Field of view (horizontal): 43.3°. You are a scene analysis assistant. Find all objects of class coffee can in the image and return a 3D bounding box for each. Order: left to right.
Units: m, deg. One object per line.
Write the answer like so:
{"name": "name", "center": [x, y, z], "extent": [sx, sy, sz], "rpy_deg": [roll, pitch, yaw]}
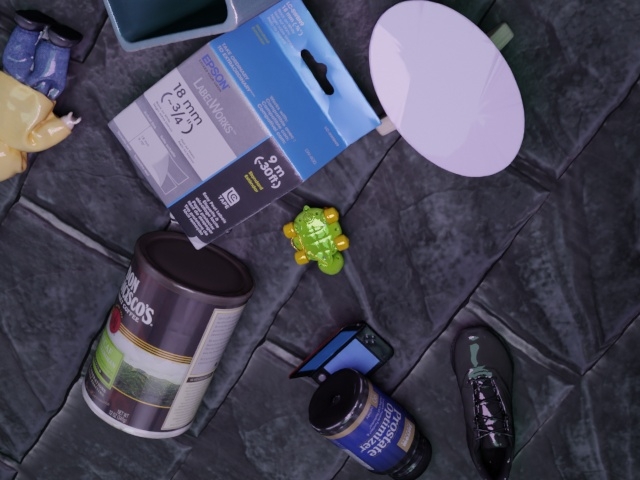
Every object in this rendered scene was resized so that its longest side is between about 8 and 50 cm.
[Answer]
{"name": "coffee can", "center": [-0.250, 0.153, 1.320], "extent": [0.201, 0.201, 0.275], "rpy_deg": [24, 108, -4]}

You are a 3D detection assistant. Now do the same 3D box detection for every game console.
{"name": "game console", "center": [0.038, 0.212, 1.381], "extent": [0.124, 0.085, 0.144], "rpy_deg": [43, 106, -10]}

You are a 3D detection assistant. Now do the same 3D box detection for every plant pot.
{"name": "plant pot", "center": [-0.147, -0.422, 1.080], "extent": [0.247, 0.252, 0.248], "rpy_deg": [2, 119, 42]}

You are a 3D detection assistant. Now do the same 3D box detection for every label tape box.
{"name": "label tape box", "center": [-0.117, -0.173, 1.196], "extent": [0.333, 0.106, 0.241], "rpy_deg": [-31, 99, 27]}

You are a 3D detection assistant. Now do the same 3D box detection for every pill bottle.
{"name": "pill bottle", "center": [0.091, 0.322, 1.377], "extent": [0.123, 0.123, 0.219], "rpy_deg": [-39, 120, 15]}

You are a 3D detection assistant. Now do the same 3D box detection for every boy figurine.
{"name": "boy figurine", "center": [-0.467, -0.209, 1.275], "extent": [0.177, 0.092, 0.285], "rpy_deg": [24, 109, -4]}

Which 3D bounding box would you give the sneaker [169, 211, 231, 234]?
{"name": "sneaker", "center": [-0.200, -0.035, 1.346], "extent": [0.109, 0.040, 0.044], "rpy_deg": [21, 141, -10]}

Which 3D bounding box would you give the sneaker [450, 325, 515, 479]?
{"name": "sneaker", "center": [0.288, 0.283, 1.365], "extent": [0.109, 0.130, 0.286], "rpy_deg": [-12, 106, 10]}

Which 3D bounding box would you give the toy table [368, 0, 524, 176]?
{"name": "toy table", "center": [0.182, -0.232, 1.185], "extent": [0.252, 0.161, 0.274], "rpy_deg": [-25, 106, 11]}

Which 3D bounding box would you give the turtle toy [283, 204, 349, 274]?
{"name": "turtle toy", "center": [0.000, 0.000, 1.323], "extent": [0.095, 0.066, 0.130], "rpy_deg": [-19, 106, 10]}
